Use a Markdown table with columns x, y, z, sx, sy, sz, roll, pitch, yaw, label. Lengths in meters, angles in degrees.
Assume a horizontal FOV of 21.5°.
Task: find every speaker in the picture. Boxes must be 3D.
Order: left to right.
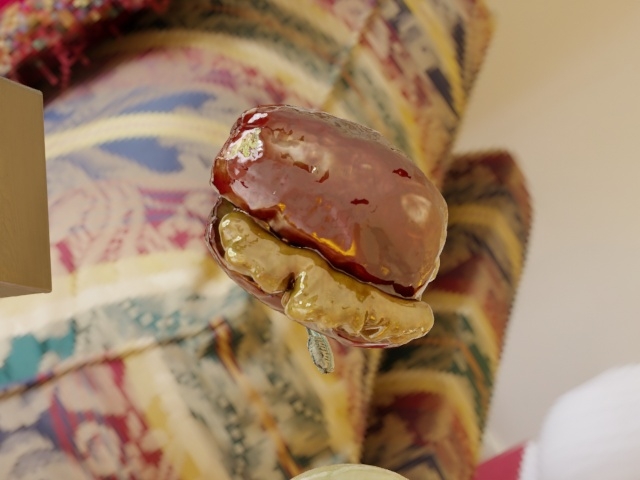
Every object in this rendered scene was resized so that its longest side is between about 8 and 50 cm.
| x | y | z | sx | sy | sz | roll | pitch | yaw | label |
| --- | --- | --- | --- | --- | --- | --- | --- | --- | --- |
| -0.394 | -0.056 | 1.813 | 0.192 | 0.153 | 0.231 | 17 | 67 | -69 | speaker |

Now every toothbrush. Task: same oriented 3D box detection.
| x | y | z | sx | sy | sz | roll | pitch | yaw | label |
| --- | --- | --- | --- | --- | --- | --- | --- | --- | --- |
| -0.043 | 0.029 | 2.038 | 0.028 | 0.026 | 0.294 | 31 | 34 | -63 | toothbrush |

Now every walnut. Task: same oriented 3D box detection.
| x | y | z | sx | sy | sz | roll | pitch | yaw | label |
| --- | --- | --- | --- | --- | --- | --- | --- | --- | --- |
| 0.000 | 0.000 | 1.755 | 0.269 | 0.222 | 0.244 | 22 | 50 | -6 | walnut |

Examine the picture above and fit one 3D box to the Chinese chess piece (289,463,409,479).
| x | y | z | sx | sy | sz | roll | pitch | yaw | label |
| --- | --- | --- | --- | --- | --- | --- | --- | --- | --- |
| 0.032 | 0.366 | 1.827 | 0.250 | 0.249 | 0.103 | 53 | 10 | -6 | Chinese chess piece |
